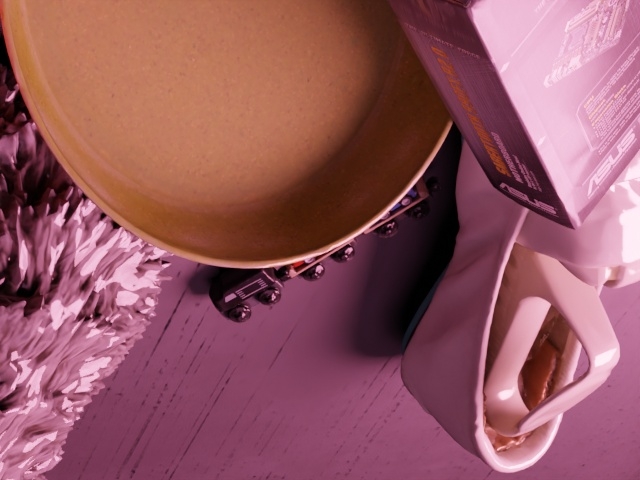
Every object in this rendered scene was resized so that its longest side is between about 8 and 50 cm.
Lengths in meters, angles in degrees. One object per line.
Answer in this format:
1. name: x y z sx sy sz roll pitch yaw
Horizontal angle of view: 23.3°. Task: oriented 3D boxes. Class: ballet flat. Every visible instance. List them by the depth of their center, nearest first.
1. ballet flat: 0.144 0.003 0.904 0.139 0.139 0.400 -7 143 -17

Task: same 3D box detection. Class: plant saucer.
1. plant saucer: -0.032 -0.109 0.654 0.241 0.037 0.240 -6 100 -37

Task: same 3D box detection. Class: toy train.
1. toy train: 0.000 0.000 0.930 0.158 0.027 0.036 -30 133 15

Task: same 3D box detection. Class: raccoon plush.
1. raccoon plush: -0.125 0.056 0.697 0.446 0.299 0.216 -29 149 14

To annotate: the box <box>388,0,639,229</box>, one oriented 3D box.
1. box: 0.139 -0.142 0.687 0.231 0.056 0.183 -51 144 -9
